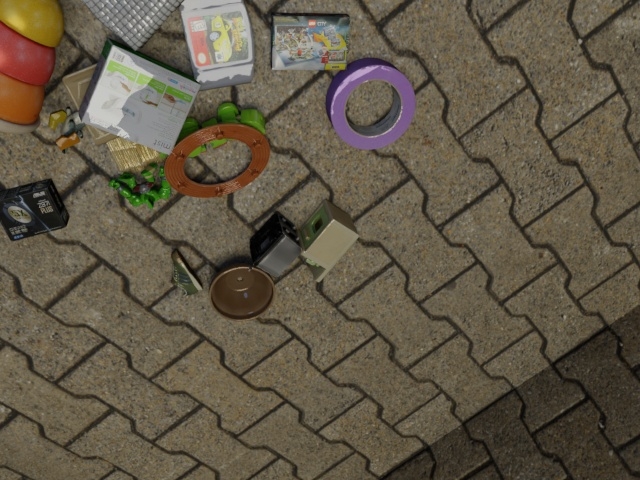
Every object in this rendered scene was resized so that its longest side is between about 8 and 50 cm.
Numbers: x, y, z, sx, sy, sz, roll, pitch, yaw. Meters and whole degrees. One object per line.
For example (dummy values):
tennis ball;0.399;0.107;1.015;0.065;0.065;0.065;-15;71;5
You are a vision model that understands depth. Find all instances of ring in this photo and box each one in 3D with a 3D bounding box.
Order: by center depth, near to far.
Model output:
ring;-0.316;-0.235;1.932;0.336;0.032;0.336;-16;151;-9

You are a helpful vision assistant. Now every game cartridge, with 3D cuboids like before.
game cartridge;-0.294;-0.591;1.799;0.196;0.060;0.294;-14;123;-9

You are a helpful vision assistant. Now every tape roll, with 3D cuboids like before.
tape roll;0.158;-0.433;1.972;0.275;0.090;0.275;-6;122;-10

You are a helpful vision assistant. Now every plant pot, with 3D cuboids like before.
plant pot;-0.284;0.165;2.227;0.237;0.110;0.237;-5;123;-9

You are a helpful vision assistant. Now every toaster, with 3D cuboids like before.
toaster;-0.160;0.019;2.129;0.110;0.168;0.186;36;107;-29

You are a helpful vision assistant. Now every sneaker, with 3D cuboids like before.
sneaker;-0.493;0.124;2.181;0.086;0.064;0.192;-28;126;-1

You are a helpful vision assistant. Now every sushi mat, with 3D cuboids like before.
sushi mat;-0.602;-0.354;1.893;0.151;0.019;0.316;-19;123;-2

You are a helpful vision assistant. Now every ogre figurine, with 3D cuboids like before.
ogre figurine;-0.557;-0.168;1.964;0.197;0.097;0.118;-25;129;-10

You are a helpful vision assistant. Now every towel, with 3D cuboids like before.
towel;-0.517;-0.687;1.641;0.235;0.121;0.283;-38;112;21

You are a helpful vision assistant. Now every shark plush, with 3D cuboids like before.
shark plush;-0.741;-0.321;1.861;0.067;0.073;0.161;9;118;-41

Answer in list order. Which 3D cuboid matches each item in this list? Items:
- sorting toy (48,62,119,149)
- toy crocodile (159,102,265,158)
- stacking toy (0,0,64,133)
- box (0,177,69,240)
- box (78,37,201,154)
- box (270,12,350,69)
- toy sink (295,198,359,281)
sorting toy;-0.646;-0.394;1.801;0.307;0.041;0.229;-26;128;-11
toy crocodile;-0.336;-0.327;1.912;0.340;0.115;0.105;-20;140;1
stacking toy;-0.770;-0.544;1.567;0.350;0.350;0.480;34;103;-28
box;-0.909;-0.096;1.948;0.180;0.077;0.147;-14;122;-3
box;-0.510;-0.400;1.750;0.262;0.127;0.231;18;107;-32
box;-0.032;-0.595;1.857;0.233;0.044;0.159;-3;121;-11
toy sink;0.000;0.000;2.164;0.131;0.153;0.234;31;111;-26
